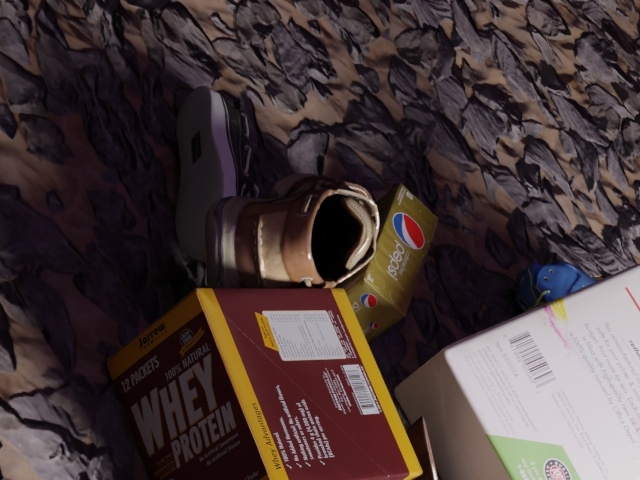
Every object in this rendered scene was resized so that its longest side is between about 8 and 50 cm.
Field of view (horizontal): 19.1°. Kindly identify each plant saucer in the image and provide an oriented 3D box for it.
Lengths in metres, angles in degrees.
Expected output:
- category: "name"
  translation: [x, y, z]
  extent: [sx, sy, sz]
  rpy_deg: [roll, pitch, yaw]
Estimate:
- category: "plant saucer"
  translation: [0.098, 0.260, 1.738]
  extent: [0.198, 0.036, 0.198]
  rpy_deg: [-12, 90, -88]

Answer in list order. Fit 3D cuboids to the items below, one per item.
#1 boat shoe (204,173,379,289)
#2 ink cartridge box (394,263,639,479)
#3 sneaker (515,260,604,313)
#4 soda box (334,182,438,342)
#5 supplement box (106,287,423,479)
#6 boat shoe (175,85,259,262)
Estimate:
- category: "boat shoe"
  translation: [0.000, 0.000, 1.811]
  extent: [0.324, 0.116, 0.123]
  rpy_deg: [-27, 113, -67]
- category: "ink cartridge box"
  translation: [0.278, 0.160, 1.938]
  extent: [0.353, 0.119, 0.207]
  rpy_deg: [-20, 74, -32]
- category: "sneaker"
  translation: [0.257, 0.102, 2.119]
  extent: [0.126, 0.091, 0.240]
  rpy_deg: [34, 34, 6]
- category: "soda box"
  translation: [0.067, 0.022, 1.974]
  extent: [0.061, 0.058, 0.181]
  rpy_deg: [42, 36, -14]
- category: "supplement box"
  translation: [-0.049, 0.154, 1.654]
  extent: [0.194, 0.129, 0.191]
  rpy_deg: [2, 58, -49]
- category: "boat shoe"
  translation: [-0.093, -0.060, 1.846]
  extent: [0.070, 0.078, 0.219]
  rpy_deg: [27, 39, -30]
